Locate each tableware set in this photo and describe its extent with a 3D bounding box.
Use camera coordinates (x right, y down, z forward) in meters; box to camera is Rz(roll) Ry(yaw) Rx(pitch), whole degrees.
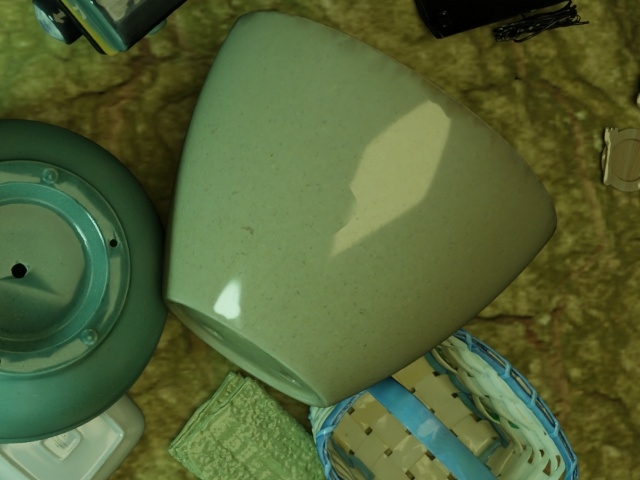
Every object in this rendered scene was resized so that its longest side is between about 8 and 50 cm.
[{"bbox_3d":[0.367,-0.104,1.658,0.168,0.020,0.141,18,93,-17],"label":"tableware set"}]

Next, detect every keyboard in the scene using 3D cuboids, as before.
[{"bbox_3d":[0.186,-0.236,1.589,0.192,0.038,0.100,-17,79,-12],"label":"keyboard"}]

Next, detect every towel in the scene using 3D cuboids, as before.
[{"bbox_3d":[-0.064,0.207,1.578,0.148,0.027,0.110,44,84,-16],"label":"towel"}]

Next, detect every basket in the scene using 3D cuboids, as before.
[{"bbox_3d":[0.117,0.197,1.489,0.201,0.289,0.255,-42,109,-1],"label":"basket"}]

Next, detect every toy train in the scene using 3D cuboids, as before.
[{"bbox_3d":[-0.106,-0.287,1.410,0.334,0.190,0.142,-40,106,-7],"label":"toy train"}]

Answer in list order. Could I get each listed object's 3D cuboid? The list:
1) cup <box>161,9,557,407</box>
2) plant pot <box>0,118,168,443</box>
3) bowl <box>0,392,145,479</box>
[{"bbox_3d":[0.000,0.000,1.386,0.331,0.331,0.237,37,76,-17],"label":"cup"},{"bbox_3d":[-0.257,0.030,1.380,0.293,0.196,0.293,1,86,-14],"label":"plant pot"},{"bbox_3d":[-0.245,0.178,1.510,0.142,0.053,0.142,43,84,-15],"label":"bowl"}]
